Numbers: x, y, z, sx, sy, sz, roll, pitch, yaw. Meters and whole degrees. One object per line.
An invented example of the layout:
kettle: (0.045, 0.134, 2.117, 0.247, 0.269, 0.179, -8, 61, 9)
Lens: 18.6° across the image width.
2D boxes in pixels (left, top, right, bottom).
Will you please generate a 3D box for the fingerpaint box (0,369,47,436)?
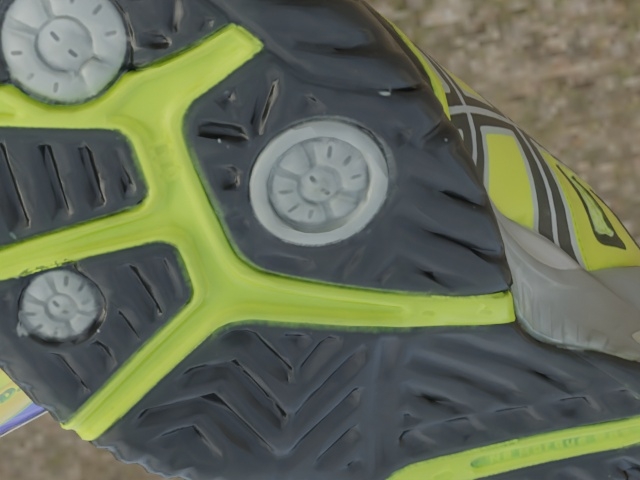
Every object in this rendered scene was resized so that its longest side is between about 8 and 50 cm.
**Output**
fingerpaint box: (-0.408, 0.015, 1.094, 0.445, 0.371, 0.163, -28, 150, -21)

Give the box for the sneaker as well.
sneaker: (0.000, 0.000, 0.610, 0.145, 0.147, 0.385, -39, 125, 12)
